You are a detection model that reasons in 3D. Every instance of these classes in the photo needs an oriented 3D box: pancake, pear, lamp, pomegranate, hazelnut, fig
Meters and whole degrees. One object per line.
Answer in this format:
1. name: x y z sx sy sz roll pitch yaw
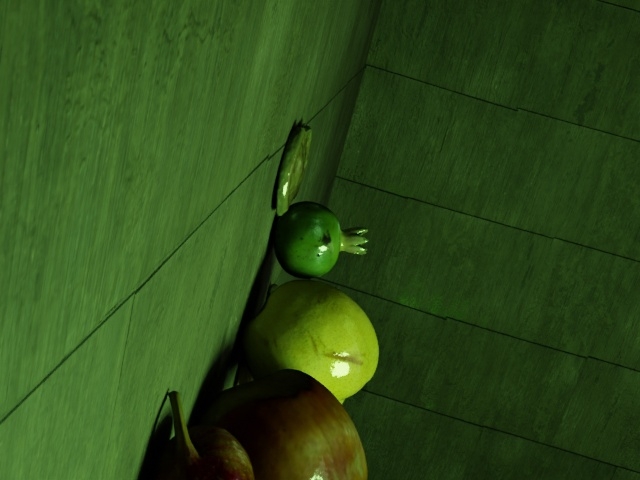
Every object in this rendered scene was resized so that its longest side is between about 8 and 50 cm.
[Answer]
1. pancake: -0.057 -0.157 1.733 0.236 0.042 0.222 80 24 -84
2. pear: -0.026 0.245 1.809 0.314 0.315 0.314 16 90 -87
3. lamp: -0.141 0.340 1.950 0.136 0.137 0.136 16 90 -87
4. pomegranate: 0.000 -0.002 1.841 0.187 0.225 0.186 -177 -90 -86
5. hazelnut: -0.081 0.433 1.544 0.366 0.366 0.365 16 90 -87
6. fig: -0.188 0.350 1.174 0.207 0.175 0.175 78 25 -51

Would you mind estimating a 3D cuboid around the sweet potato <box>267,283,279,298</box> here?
1. sweet potato: -0.127 0.247 2.208 0.108 0.079 0.346 -48 154 -53
